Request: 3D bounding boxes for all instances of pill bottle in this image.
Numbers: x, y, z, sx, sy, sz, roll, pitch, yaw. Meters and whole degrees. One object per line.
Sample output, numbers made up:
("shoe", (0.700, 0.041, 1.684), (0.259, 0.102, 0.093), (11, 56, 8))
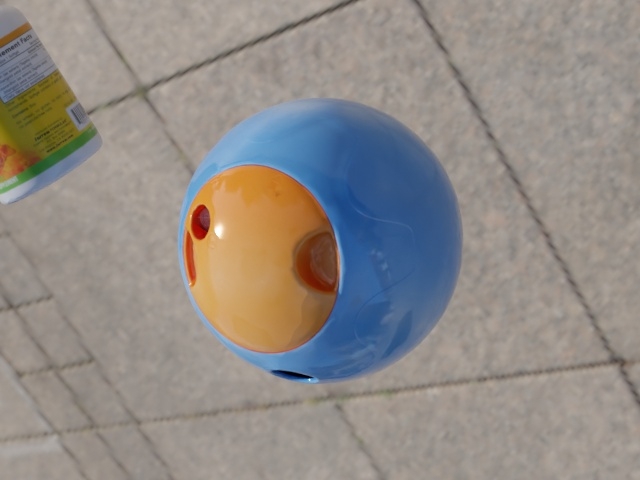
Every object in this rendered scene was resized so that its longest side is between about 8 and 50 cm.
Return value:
("pill bottle", (-0.363, -0.176, 1.668), (0.136, 0.136, 0.245), (-15, 110, 50))

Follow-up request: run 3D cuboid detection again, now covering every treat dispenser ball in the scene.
("treat dispenser ball", (0.000, 0.000, 1.507), (0.288, 0.288, 0.288), (27, 139, 26))
